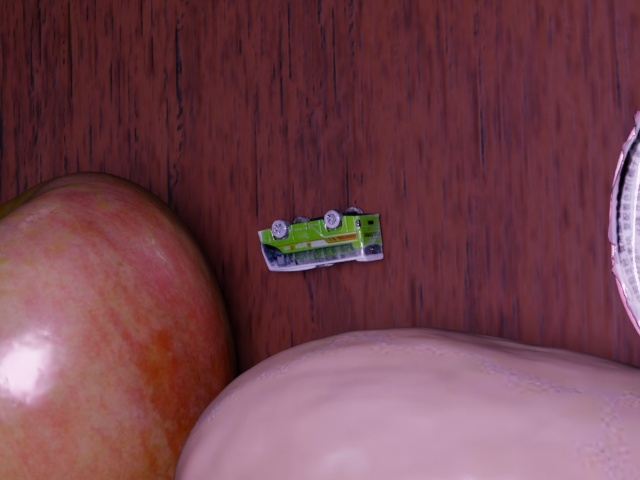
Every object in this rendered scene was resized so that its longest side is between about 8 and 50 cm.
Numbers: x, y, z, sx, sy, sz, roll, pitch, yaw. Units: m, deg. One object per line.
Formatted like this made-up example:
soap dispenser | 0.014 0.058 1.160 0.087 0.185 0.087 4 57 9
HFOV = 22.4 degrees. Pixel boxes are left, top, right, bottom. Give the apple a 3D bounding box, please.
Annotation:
apple | -0.169 0.090 1.049 0.257 0.257 0.234 -32 98 29

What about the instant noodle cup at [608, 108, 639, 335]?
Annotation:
instant noodle cup | 0.256 0.004 0.738 0.244 0.255 0.244 -4 82 33

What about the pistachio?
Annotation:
pistachio | 0.073 0.143 0.901 0.332 0.208 0.226 -7 38 29

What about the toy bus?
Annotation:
toy bus | 0.000 0.000 1.060 0.083 0.031 0.037 -9 90 35
